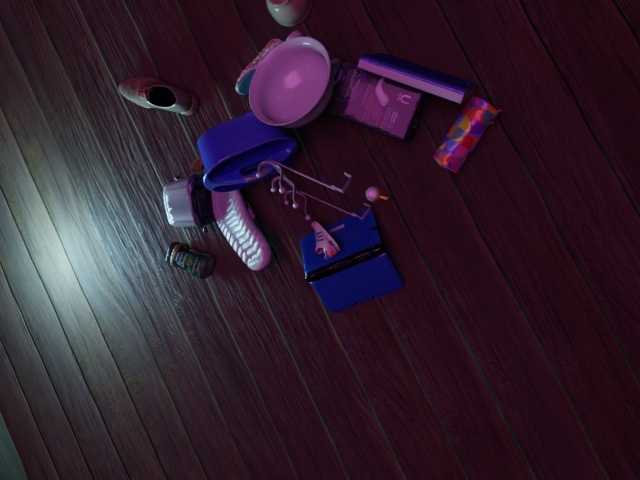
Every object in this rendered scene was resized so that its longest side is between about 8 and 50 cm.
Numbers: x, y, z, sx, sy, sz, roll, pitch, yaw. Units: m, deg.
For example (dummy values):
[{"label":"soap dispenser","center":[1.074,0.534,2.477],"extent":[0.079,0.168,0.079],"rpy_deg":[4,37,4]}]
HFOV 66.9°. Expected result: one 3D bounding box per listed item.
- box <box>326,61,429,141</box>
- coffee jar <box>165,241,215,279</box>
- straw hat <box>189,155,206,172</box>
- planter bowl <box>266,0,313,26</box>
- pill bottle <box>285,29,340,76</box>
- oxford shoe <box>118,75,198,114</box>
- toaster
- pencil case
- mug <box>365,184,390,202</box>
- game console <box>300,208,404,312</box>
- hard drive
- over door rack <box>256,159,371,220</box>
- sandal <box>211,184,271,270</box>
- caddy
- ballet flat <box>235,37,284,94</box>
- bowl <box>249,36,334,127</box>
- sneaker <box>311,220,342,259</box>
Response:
[{"label":"box","center":[0.183,-0.433,1.532],"extent":[0.271,0.143,0.165],"rpy_deg":[25,105,16]},{"label":"coffee jar","center":[-0.506,0.075,1.871],"extent":[0.185,0.079,0.096],"rpy_deg":[21,102,18]},{"label":"straw hat","center":[-0.413,-0.277,1.807],"extent":[0.145,0.144,0.061],"rpy_deg":[-21,126,21]},{"label":"planter bowl","center":[-0.117,-0.818,1.624],"extent":[0.162,0.109,0.161],"rpy_deg":[2,95,20]},{"label":"pill bottle","center":[-0.030,-0.613,1.615],"extent":[0.184,0.103,0.103],"rpy_deg":[44,108,11]},{"label":"oxford shoe","center":[-0.637,-0.563,1.829],"extent":[0.349,0.130,0.122],"rpy_deg":[15,100,18]},{"label":"toaster","center":[-0.493,-0.135,1.821],"extent":[0.147,0.129,0.226],"rpy_deg":[-3,102,24]},{"label":"pencil case","center":[0.445,-0.320,1.472],"extent":[0.104,0.104,0.236],"rpy_deg":[38,107,13]},{"label":"mug","center":[0.185,-0.155,1.601],"extent":[0.078,0.064,0.062],"rpy_deg":[-12,90,21]},{"label":"game console","center":[0.104,0.073,1.674],"extent":[0.293,0.173,0.250],"rpy_deg":[-23,56,20]},{"label":"hard drive","center":[0.295,-0.492,1.450],"extent":[0.319,0.210,0.040],"rpy_deg":[25,121,16]},{"label":"over door rack","center":[-0.026,-0.144,1.567],"extent":[0.325,0.239,0.108],"rpy_deg":[14,76,25]},{"label":"sandal","center":[-0.283,-0.066,1.765],"extent":[0.169,0.102,0.416],"rpy_deg":[-45,64,35]},{"label":"caddy","center":[-0.242,-0.281,1.625],"extent":[0.342,0.241,0.179],"rpy_deg":[-24,73,-7]},{"label":"ballet flat","center":[-0.209,-0.613,1.704],"extent":[0.241,0.091,0.077],"rpy_deg":[-38,51,15]},{"label":"bowl","center":[-0.069,-0.470,1.522],"extent":[0.298,0.134,0.297],"rpy_deg":[-9,71,28]},{"label":"sneaker","center":[0.000,0.000,1.628],"extent":[0.075,0.057,0.161],"rpy_deg":[-42,54,0]}]
